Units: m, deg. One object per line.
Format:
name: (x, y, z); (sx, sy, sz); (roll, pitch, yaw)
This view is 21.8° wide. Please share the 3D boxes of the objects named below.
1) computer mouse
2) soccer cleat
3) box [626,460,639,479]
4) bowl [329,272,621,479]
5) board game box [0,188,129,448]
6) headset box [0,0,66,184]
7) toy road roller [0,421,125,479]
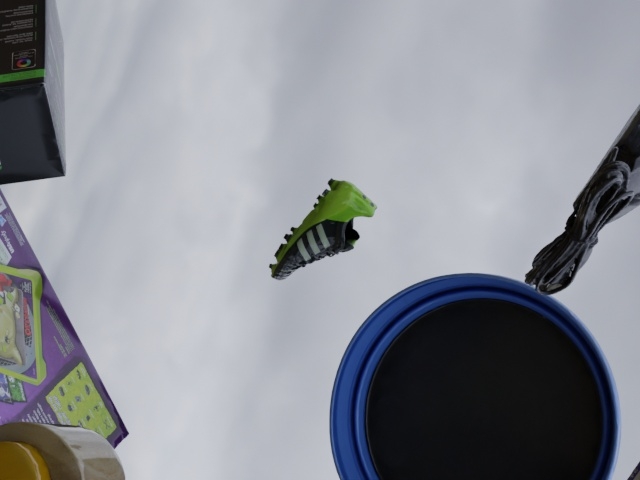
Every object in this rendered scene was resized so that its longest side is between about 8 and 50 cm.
computer mouse: (0.306, -0.065, 1.603); (0.272, 0.072, 0.188); (-51, 173, -38)
soccer cleat: (0.000, 0.000, 1.989); (0.179, 0.072, 0.060); (-50, -172, 39)
box: (0.322, 0.190, 1.343); (0.126, 0.072, 0.137); (-52, -170, -12)
bowl: (0.206, 0.239, 2.193); (0.391, 0.391, 0.077); (-69, 160, 3)
board game box: (-0.349, 0.126, 1.809); (0.056, 0.347, 0.208); (-15, -161, 29)
headset box: (-0.411, -0.175, 1.824); (0.283, 0.246, 0.131); (-100, -177, -48)
toy road roller: (-0.323, 0.310, 1.445); (0.202, 0.329, 0.241); (35, 37, -77)
